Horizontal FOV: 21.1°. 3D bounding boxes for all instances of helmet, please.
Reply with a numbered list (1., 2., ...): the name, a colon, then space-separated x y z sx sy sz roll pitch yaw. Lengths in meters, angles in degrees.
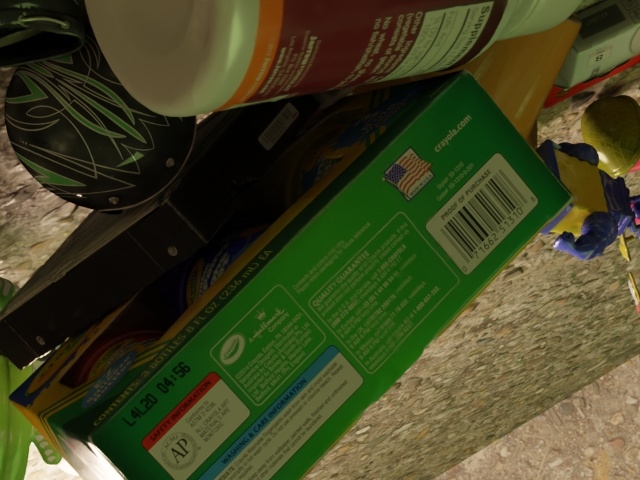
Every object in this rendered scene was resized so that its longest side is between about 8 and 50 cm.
1. helmet: -0.192 -0.105 1.497 0.169 0.169 0.161 -26 179 -6

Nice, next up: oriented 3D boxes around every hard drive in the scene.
1. hard drive: -0.168 -0.020 1.664 0.339 0.064 0.237 -33 -166 45

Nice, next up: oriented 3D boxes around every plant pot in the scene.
1. plant pot: 0.161 -0.187 1.764 0.188 0.205 0.205 -54 152 19

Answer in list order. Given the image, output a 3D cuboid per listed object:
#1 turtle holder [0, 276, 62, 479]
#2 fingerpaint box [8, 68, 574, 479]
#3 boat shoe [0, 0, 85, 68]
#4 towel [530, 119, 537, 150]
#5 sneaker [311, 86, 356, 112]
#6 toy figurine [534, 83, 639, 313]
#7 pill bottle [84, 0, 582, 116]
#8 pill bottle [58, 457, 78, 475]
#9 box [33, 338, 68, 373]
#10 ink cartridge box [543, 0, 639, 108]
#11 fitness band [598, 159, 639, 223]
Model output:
1. turtle holder: -0.403 0.177 1.817 0.227 0.243 0.320 2 157 -25
2. fingerpaint box: -0.045 0.056 1.558 0.445 0.163 0.371 -44 -166 -14
3. boat shoe: -0.288 -0.162 1.394 0.206 0.065 0.075 -18 158 -25
4. towel: 0.196 -0.072 2.075 0.271 0.040 0.370 -63 166 -13
5. sneaker: 0.048 -0.203 1.677 0.281 0.105 0.115 -33 168 22
6. toy figurine: 0.333 -0.092 2.123 0.217 0.363 0.191 13 138 -21
7. pill bottle: 0.025 -0.237 1.392 0.392 0.224 0.224 -14 156 -35
8. pill bottle: -0.284 0.233 2.282 0.112 0.112 0.186 -7 151 -45
9. box: -0.317 0.108 1.983 0.136 0.081 0.028 -40 157 27
10. ink cartridge box: 0.374 -0.232 2.104 0.189 0.066 0.232 -26 156 -7
11. fitness band: 0.455 -0.091 2.354 0.209 0.054 0.291 -26 -168 -3
